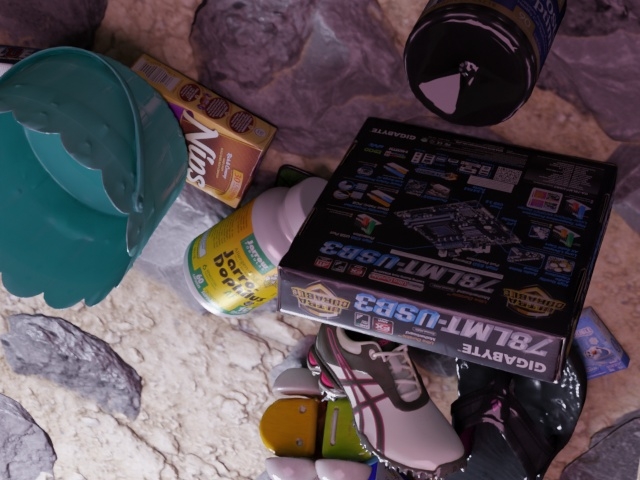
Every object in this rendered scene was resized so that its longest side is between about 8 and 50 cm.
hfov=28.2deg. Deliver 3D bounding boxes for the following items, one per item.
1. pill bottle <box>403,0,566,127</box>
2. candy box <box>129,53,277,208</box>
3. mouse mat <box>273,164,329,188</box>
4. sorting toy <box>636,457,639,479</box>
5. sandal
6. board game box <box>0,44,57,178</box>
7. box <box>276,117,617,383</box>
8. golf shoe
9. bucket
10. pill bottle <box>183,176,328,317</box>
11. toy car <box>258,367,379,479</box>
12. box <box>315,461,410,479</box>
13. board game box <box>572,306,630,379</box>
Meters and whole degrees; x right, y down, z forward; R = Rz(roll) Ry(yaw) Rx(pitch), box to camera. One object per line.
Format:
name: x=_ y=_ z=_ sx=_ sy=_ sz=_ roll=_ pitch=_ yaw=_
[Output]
pill bottle: x=0.164 y=-0.212 z=1.201 sx=0.122 sy=0.219 sz=0.123 roll=13 pitch=132 yaw=15
candy box: x=-0.156 y=-0.131 z=1.530 sx=0.186 sy=0.053 sz=0.109 roll=28 pitch=133 yaw=0
mouse mat: x=0.000 y=0.000 z=1.597 sx=0.152 sy=0.007 sz=0.190 roll=23 pitch=134 yaw=6
sorting toy: x=0.495 y=0.296 z=1.583 sx=0.196 sy=0.047 sz=0.348 roll=10 pitch=130 yaw=18
sandal: x=0.233 y=0.261 z=1.624 sx=0.167 sy=0.107 sz=0.446 roll=17 pitch=134 yaw=16
board game box: x=-0.338 y=-0.128 z=1.622 sx=0.165 sy=0.042 sz=0.243 roll=9 pitch=130 yaw=18
box: x=0.140 y=-0.003 z=1.333 sx=0.295 sy=0.293 sz=0.073 roll=12 pitch=131 yaw=15
golf shoe: x=0.081 y=0.183 z=1.576 sx=0.273 sy=0.105 sz=0.120 roll=43 pitch=135 yaw=34
bucket: x=-0.301 y=-0.079 z=1.482 sx=0.281 sy=0.183 sz=0.281 roll=14 pitch=130 yaw=17
pill bottle: x=-0.062 y=0.006 z=1.545 sx=0.208 sy=0.117 sz=0.117 roll=-30 pitch=110 yaw=38
toy car: x=0.015 y=0.261 z=1.728 sx=0.182 sy=0.159 sz=0.136 roll=-3 pitch=160 yaw=26
box: x=0.055 y=0.368 z=1.807 sx=0.137 sy=0.072 sz=0.126 roll=-15 pitch=137 yaw=33
board game box: x=0.314 y=0.131 z=1.550 sx=0.090 sy=0.020 sz=0.090 roll=-25 pitch=112 yaw=38
